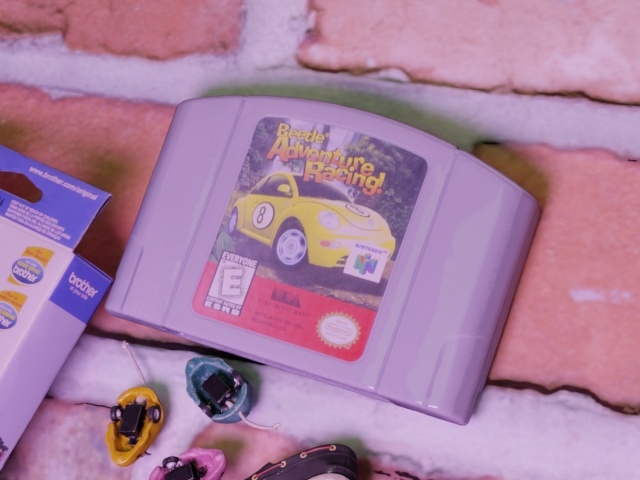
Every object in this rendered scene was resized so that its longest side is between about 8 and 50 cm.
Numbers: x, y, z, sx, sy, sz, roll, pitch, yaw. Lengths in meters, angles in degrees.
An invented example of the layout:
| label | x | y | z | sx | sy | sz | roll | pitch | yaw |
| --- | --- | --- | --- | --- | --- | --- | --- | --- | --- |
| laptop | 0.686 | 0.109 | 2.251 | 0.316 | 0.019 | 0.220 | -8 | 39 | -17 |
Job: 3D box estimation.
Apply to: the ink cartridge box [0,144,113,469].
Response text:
| label | x | y | z | sx | sy | sz | roll | pitch | yaw |
| --- | --- | --- | --- | --- | --- | --- | --- | --- | --- |
| ink cartridge box | -0.280 | 0.080 | 1.290 | 0.186 | 0.065 | 0.311 | 22 | 80 | 38 |

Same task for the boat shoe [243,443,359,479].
| label | x | y | z | sx | sy | sz | roll | pitch | yaw |
| --- | --- | --- | --- | --- | --- | --- | --- | --- | --- |
| boat shoe | -0.031 | 0.182 | 1.213 | 0.133 | 0.049 | 0.042 | -24 | 33 | 23 |

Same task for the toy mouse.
| label | x | y | z | sx | sy | sz | roll | pitch | yaw |
| --- | --- | --- | --- | --- | --- | --- | --- | --- | --- |
| toy mouse | -0.087 | 0.141 | 1.237 | 0.143 | 0.031 | 0.161 | -8 | 55 | 23 |

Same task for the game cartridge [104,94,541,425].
| label | x | y | z | sx | sy | sz | roll | pitch | yaw |
| --- | --- | --- | --- | --- | --- | --- | --- | --- | --- |
| game cartridge | 0.000 | 0.000 | 1.245 | 0.294 | 0.060 | 0.196 | 15 | 77 | 23 |
